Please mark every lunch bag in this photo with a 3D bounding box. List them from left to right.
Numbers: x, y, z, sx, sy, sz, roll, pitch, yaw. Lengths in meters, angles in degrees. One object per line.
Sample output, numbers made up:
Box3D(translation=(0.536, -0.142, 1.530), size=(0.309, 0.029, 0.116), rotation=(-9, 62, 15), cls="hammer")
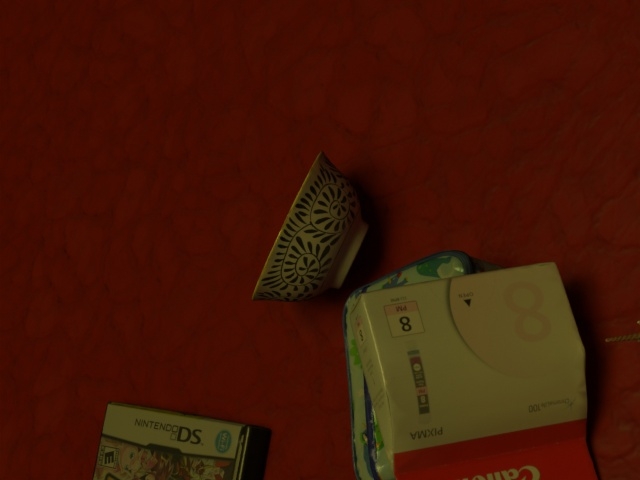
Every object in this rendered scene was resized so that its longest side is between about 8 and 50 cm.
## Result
Box3D(translation=(0.104, 0.132, 1.436), size=(0.176, 0.090, 0.219), rotation=(-21, 62, 41), cls="lunch bag")

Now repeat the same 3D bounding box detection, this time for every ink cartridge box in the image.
Box3D(translation=(0.145, 0.143, 1.310), size=(0.066, 0.189, 0.232), rotation=(112, 146, -60), cls="ink cartridge box")

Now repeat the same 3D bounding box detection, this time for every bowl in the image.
Box3D(translation=(0.000, 0.000, 1.561), size=(0.080, 0.170, 0.170), rotation=(24, 90, 0), cls="bowl")

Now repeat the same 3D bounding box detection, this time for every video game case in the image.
Box3D(translation=(-0.175, 0.326, 1.677), size=(0.248, 0.035, 0.275), rotation=(3, 79, 44), cls="video game case")

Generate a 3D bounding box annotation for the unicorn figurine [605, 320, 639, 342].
Box3D(translation=(0.337, 0.057, 1.263), size=(0.162, 0.060, 0.111), rotation=(-52, 45, -3), cls="unicorn figurine")
